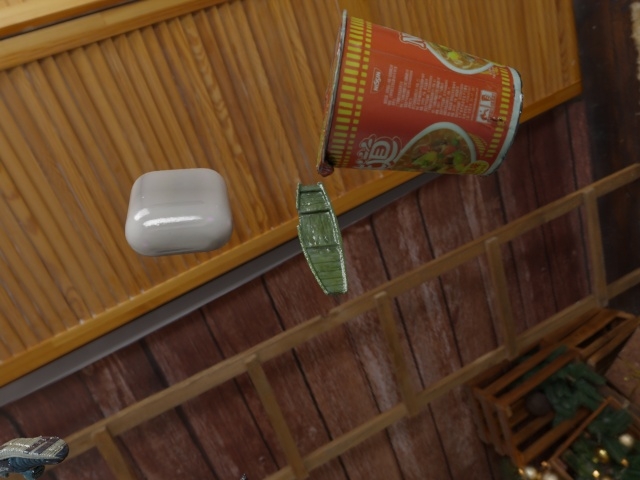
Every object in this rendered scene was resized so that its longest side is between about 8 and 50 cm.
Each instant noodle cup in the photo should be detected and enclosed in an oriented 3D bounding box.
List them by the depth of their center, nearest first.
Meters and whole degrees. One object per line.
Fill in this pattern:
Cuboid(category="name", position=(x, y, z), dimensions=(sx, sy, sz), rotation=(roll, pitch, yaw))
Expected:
Cuboid(category="instant noodle cup", position=(0.111, -0.154, 0.587), dimensions=(0.193, 0.211, 0.193), rotation=(-171, 90, -87))

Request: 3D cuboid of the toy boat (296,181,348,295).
Cuboid(category="toy boat", position=(0.000, 0.000, 1.067), dimensions=(0.055, 0.093, 0.293), rotation=(101, 159, -54))

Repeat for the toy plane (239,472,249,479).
Cuboid(category="toy plane", position=(-0.233, 0.712, 1.429), dimensions=(0.031, 0.049, 0.121), rotation=(43, 136, 16))

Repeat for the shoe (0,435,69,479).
Cuboid(category="shoe", position=(-0.529, 0.401, 0.900), dimensions=(0.064, 0.142, 0.071), rotation=(-48, -51, -80))

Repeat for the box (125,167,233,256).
Cuboid(category="box", position=(-0.405, -0.089, 1.427), dimensions=(0.349, 0.288, 0.141), rotation=(-112, 22, -52))
